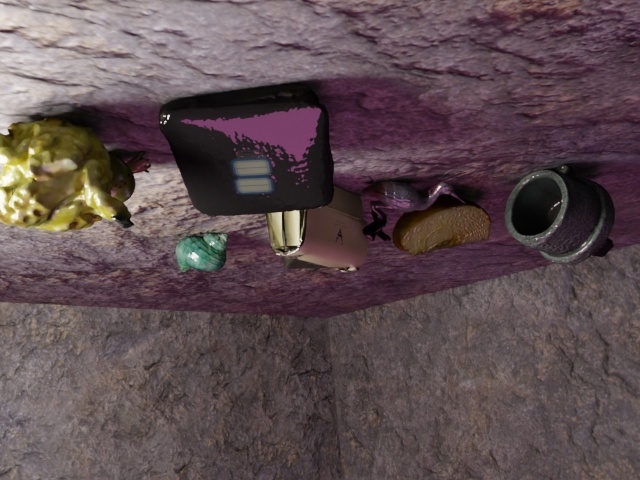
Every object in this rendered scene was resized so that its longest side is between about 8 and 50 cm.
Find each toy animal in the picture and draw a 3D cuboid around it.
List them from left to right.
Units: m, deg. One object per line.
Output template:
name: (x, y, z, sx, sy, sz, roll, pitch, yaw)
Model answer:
toy animal: (0.260, -0.124, 2.008, 0.324, 0.090, 0.195, -27, 119, 11)

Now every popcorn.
popcorn: (-0.568, -0.140, 1.410, 0.293, 0.237, 0.293, -3, 169, -1)

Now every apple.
apple: (0.404, -0.056, 2.190, 0.346, 0.179, 0.254, -9, -174, -18)

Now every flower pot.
flower pot: (0.755, -0.084, 2.074, 0.283, 0.299, 0.299, 18, 155, -29)

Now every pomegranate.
pomegranate: (-0.500, -0.164, 1.615, 0.129, 0.159, 0.129, 22, 146, 16)

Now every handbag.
handbag: (-0.002, -0.044, 1.975, 0.160, 0.237, 0.358, -12, 164, 31)

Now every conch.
conch: (-0.417, 0.038, 2.354, 0.202, 0.134, 0.196, -11, -154, -1)

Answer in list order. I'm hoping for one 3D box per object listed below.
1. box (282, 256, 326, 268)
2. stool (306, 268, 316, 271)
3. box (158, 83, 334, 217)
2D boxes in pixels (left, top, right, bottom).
box: (0.000, 0.000, 2.275, 0.290, 0.166, 0.220, -1, 165, -14)
stool: (-0.019, 0.067, 2.667, 0.096, 0.096, 0.110, 7, 155, -38)
box: (-0.150, -0.192, 1.489, 0.359, 0.091, 0.350, -6, 143, 3)
